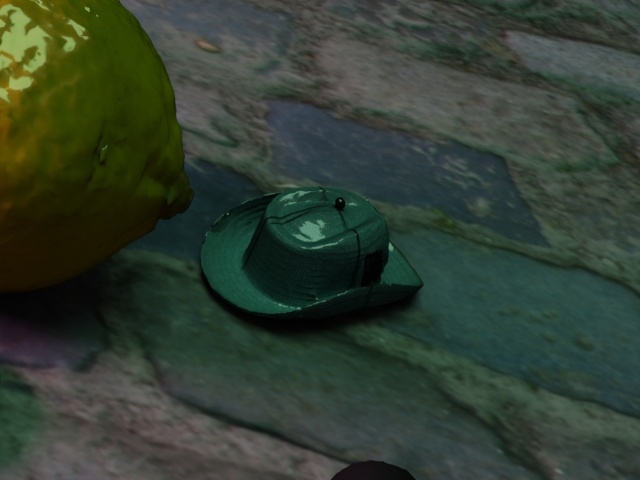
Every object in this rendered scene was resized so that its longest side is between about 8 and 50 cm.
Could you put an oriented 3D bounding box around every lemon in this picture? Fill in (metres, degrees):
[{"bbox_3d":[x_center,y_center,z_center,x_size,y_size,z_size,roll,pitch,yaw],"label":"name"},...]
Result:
[{"bbox_3d":[-0.246,-0.092,1.314,0.322,0.268,0.268,12,34,-10],"label":"lemon"}]

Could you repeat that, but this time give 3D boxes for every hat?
[{"bbox_3d":[0.000,0.000,1.448,0.191,0.078,0.138,-8,39,-32],"label":"hat"}]

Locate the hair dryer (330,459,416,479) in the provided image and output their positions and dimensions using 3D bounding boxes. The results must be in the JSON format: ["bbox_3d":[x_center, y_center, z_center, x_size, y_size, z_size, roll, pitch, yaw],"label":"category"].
[{"bbox_3d":[0.112,0.239,1.181,0.248,0.070,0.114,23,32,-6],"label":"hair dryer"}]
